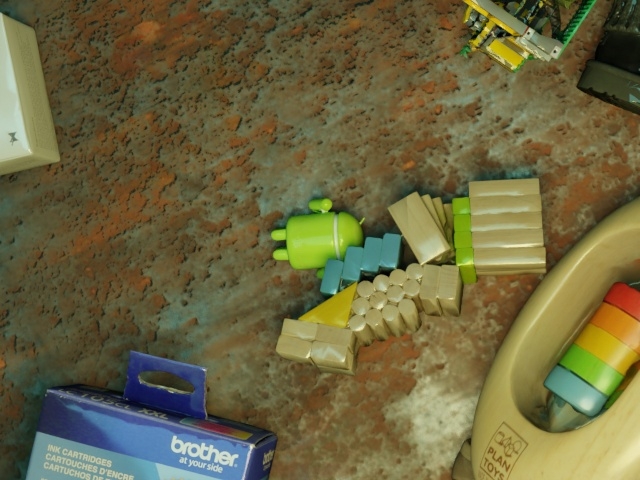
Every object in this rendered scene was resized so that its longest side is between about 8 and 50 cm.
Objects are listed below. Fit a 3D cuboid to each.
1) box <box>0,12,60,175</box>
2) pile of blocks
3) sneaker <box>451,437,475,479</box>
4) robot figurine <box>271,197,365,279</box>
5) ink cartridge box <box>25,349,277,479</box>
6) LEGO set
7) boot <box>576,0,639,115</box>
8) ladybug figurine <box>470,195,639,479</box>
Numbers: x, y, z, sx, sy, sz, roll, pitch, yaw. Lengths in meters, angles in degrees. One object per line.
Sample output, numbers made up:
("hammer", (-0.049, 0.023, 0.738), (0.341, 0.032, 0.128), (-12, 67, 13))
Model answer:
("box", (-0.439, -0.169, 1.959), (0.181, 0.119, 0.182), (-12, 87, 8))
("pile of blocks", (0.109, 0.042, 1.881), (0.362, 0.112, 0.149), (-27, 71, 0))
("sneaker", (0.245, 0.303, 1.877), (0.188, 0.066, 0.071), (27, 109, 14))
("robot figurine", (0.000, 0.000, 1.912), (0.115, 0.067, 0.101), (-6, 93, 9))
("ink cartridge box", (-0.218, 0.334, 1.899), (0.270, 0.151, 0.396), (13, 89, 9))
("LEGO set", (0.234, -0.358, 1.794), (0.192, 0.255, 0.331), (33, 101, -8))
("boot", (0.488, -0.240, 1.811), (0.348, 0.131, 0.260), (23, 92, 9))
("ladybug figurine", (0.347, 0.145, 1.770), (0.162, 0.305, 0.449), (36, 94, -33))
